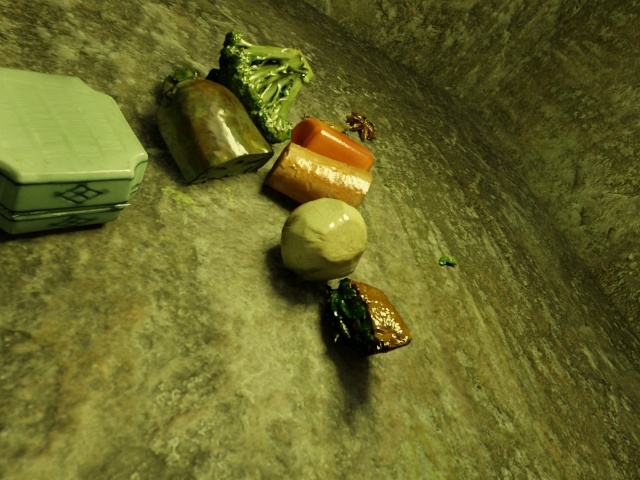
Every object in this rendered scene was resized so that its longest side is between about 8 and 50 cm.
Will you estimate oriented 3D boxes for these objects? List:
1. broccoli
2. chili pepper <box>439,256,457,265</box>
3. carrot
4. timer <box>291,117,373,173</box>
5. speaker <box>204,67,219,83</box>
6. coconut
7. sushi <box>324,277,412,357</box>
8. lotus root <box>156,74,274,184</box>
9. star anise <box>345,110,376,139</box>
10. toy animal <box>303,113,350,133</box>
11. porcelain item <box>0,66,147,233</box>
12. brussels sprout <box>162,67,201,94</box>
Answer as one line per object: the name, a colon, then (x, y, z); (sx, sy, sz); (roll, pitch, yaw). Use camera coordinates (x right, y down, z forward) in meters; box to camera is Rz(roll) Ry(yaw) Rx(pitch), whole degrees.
broccoli: (-0.162, -0.454, 1.229); (0.321, 0.284, 0.303); (42, 27, -60)
chili pepper: (0.451, 0.071, 1.471); (0.091, 0.030, 0.034); (5, 75, -36)
carrot: (-0.007, -0.173, 1.174); (0.255, 0.196, 0.195); (30, 38, -12)
timer: (0.032, -0.301, 1.413); (0.258, 0.161, 0.250); (24, 24, -21)
speaker: (-0.317, -0.486, 1.307); (0.095, 0.075, 0.060); (29, 32, -28)
coconut: (0.000, 0.000, 0.998); (0.224, 0.224, 0.224); (24, 39, -22)
sushi: (0.093, 0.190, 0.921); (0.140, 0.148, 0.287); (12, 24, -21)
lotus root: (-0.261, -0.304, 1.059); (0.267, 0.149, 0.260); (-28, 91, -56)
star anise: (0.177, -0.489, 1.773); (0.168, 0.057, 0.167); (25, 38, -21)
toy animal: (0.043, -0.432, 1.582); (0.276, 0.054, 0.149); (-7, 32, -43)
porcelain item: (-0.490, -0.159, 0.743); (0.282, 0.157, 0.285); (-15, 63, -51)
brussels sprout: (-0.367, -0.404, 1.166); (0.139, 0.101, 0.180); (30, 29, -41)
